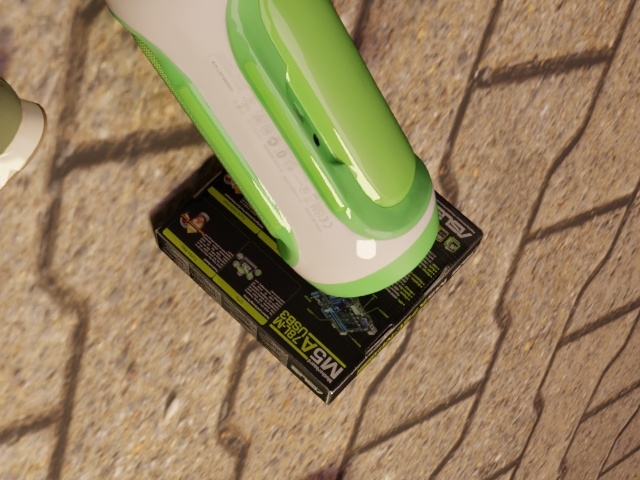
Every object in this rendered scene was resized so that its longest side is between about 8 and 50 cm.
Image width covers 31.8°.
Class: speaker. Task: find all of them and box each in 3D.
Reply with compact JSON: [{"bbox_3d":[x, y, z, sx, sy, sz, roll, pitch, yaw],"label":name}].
[{"bbox_3d":[-0.027,-0.097,0.747,0.131,0.131,0.296,-45,127,-17],"label":"speaker"}]

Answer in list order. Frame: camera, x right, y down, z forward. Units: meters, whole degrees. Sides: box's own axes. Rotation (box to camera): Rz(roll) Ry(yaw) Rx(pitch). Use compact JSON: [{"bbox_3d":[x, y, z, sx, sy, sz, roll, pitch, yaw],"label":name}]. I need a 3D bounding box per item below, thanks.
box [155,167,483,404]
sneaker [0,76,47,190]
[{"bbox_3d":[0.000,0.000,0.891,0.184,0.190,0.045,-46,168,-16],"label":"box"},{"bbox_3d":[-0.250,-0.025,0.656,0.192,0.064,0.086,-53,141,-5],"label":"sneaker"}]
